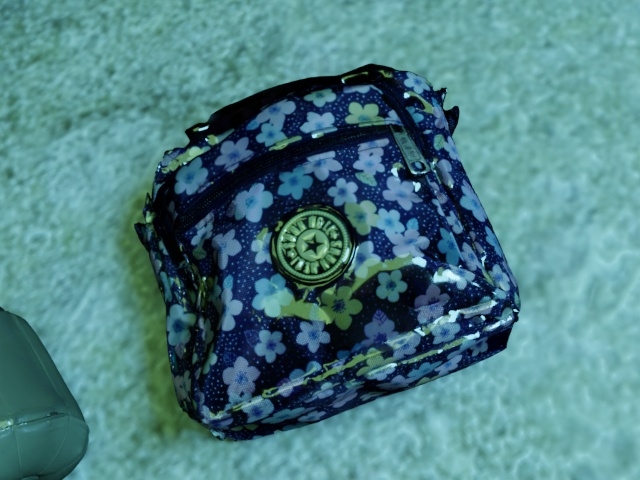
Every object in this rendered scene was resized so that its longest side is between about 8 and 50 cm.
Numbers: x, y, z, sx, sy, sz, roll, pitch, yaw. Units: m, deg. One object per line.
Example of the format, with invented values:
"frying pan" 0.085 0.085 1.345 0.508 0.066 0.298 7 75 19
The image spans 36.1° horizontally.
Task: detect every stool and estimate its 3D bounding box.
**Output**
"stool" -0.197 0.101 0.586 0.096 0.096 0.110 -29 63 -11

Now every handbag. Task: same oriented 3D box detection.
"handbag" 0.000 0.000 0.608 0.228 0.127 0.208 -22 68 1
